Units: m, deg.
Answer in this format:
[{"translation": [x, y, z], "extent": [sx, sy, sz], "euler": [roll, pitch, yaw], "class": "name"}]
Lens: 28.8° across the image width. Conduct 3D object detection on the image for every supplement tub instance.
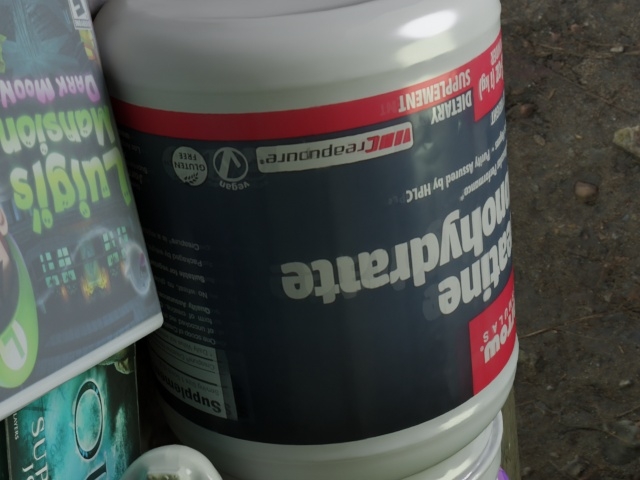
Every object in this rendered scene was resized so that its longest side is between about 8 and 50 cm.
[{"translation": [0.000, 0.000, 0.623], "extent": [0.191, 0.191, 0.272], "euler": [-65, 151, -60], "class": "supplement tub"}]

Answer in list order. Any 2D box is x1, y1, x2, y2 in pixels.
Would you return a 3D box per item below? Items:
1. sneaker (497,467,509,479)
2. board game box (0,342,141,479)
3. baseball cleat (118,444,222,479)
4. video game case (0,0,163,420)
[{"translation": [0.060, 0.192, 0.930], "extent": [0.282, 0.161, 0.102], "euler": [-40, 129, -71], "class": "sneaker"}, {"translation": [-0.107, 0.120, 0.524], "extent": [0.126, 0.026, 0.186], "euler": [-31, 119, -74], "class": "board game box"}, {"translation": [-0.057, 0.191, 0.524], "extent": [0.109, 0.072, 0.206], "euler": [60, 36, -76], "class": "baseball cleat"}, {"translation": [-0.115, -0.032, 0.442], "extent": [0.190, 0.022, 0.173], "euler": [-32, 110, -74], "class": "video game case"}]
